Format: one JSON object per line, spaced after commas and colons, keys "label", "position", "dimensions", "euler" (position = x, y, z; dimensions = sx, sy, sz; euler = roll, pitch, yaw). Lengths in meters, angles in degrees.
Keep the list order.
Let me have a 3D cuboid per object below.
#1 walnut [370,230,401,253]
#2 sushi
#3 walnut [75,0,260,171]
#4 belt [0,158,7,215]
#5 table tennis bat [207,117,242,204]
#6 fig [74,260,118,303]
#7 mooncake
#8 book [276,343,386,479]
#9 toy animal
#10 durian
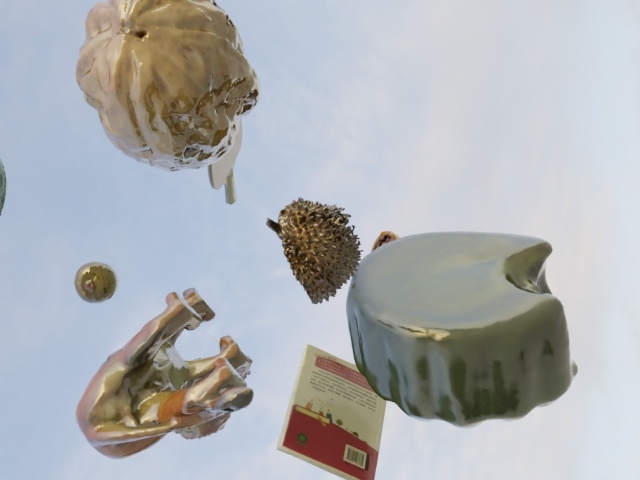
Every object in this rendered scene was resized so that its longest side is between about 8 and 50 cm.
{"label": "walnut", "position": [0.132, 0.043, 1.584], "dimensions": [0.052, 0.091, 0.121], "euler": [13, -115, -30]}
{"label": "sushi", "position": [-0.237, 0.334, 1.866], "dimensions": [0.107, 0.241, 0.161], "euler": [-21, -83, -62]}
{"label": "walnut", "position": [-0.167, -0.177, 0.976], "dimensions": [0.245, 0.198, 0.198], "euler": [73, -152, -75]}
{"label": "belt", "position": [-0.467, -0.072, 1.121], "dimensions": [0.082, 0.147, 0.163], "euler": [6, -137, -53]}
{"label": "table tennis bat", "position": [-0.177, -0.146, 1.652], "dimensions": [0.246, 0.022, 0.138], "euler": [92, -160, -58]}
{"label": "fig", "position": [-0.378, 0.070, 1.502], "dimensions": [0.088, 0.074, 0.074], "euler": [-64, -27, -84]}
{"label": "mooncake", "position": [0.206, 0.124, 1.305], "dimensions": [0.351, 0.351, 0.187], "euler": [-41, -47, -45]}
{"label": "book", "position": [0.026, 0.280, 1.431], "dimensions": [0.162, 0.022, 0.232], "euler": [26, -144, -7]}
{"label": "toy animal", "position": [-0.141, 0.122, 0.735], "dimensions": [0.157, 0.312, 0.097], "euler": [-42, -86, -3]}
{"label": "durian", "position": [0.001, -0.003, 0.858], "dimensions": [0.140, 0.071, 0.110], "euler": [38, -147, -57]}
